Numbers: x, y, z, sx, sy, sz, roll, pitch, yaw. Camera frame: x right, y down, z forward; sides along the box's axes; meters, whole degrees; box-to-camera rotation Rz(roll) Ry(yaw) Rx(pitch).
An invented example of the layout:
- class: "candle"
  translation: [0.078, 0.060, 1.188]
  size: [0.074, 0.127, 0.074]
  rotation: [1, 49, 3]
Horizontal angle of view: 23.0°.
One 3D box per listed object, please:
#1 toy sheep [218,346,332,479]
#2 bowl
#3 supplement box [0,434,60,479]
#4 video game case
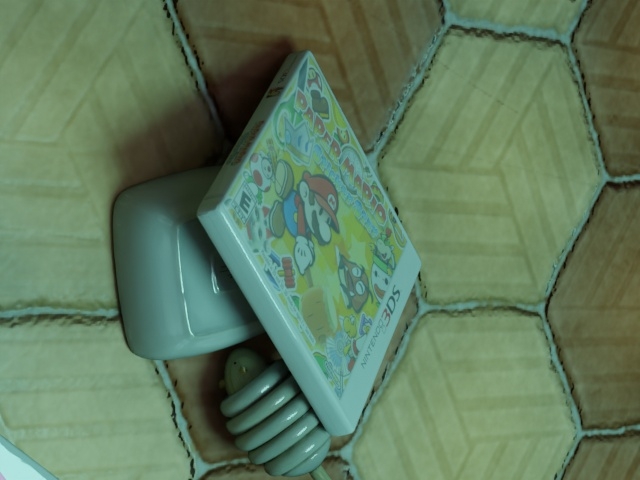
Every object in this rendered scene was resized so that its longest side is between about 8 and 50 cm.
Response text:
- class: "toy sheep"
  translation: [-0.029, 0.139, 1.233]
  size: [0.091, 0.091, 0.132]
  rotation: [-38, 89, -29]
- class: "bowl"
  translation: [-0.082, 0.018, 1.196]
  size: [0.142, 0.053, 0.142]
  rotation: [-15, 106, -38]
- class: "supplement box"
  translation: [-0.236, 0.191, 1.058]
  size: [0.220, 0.114, 0.111]
  rotation: [46, 67, -36]
- class: "video game case"
  translation: [0.000, 0.000, 1.219]
  size: [0.227, 0.026, 0.206]
  rotation: [60, 35, -29]
